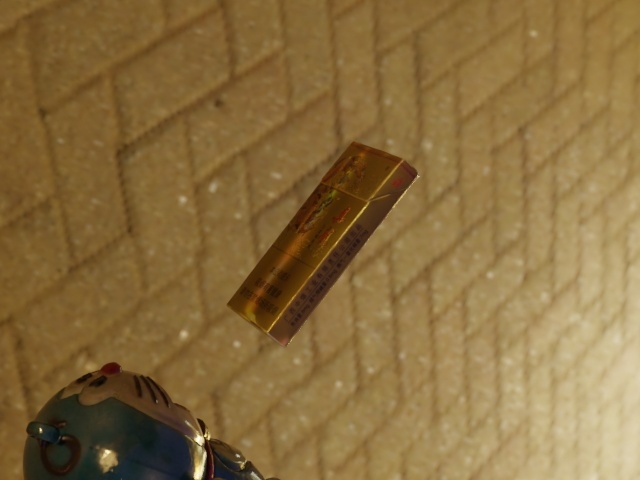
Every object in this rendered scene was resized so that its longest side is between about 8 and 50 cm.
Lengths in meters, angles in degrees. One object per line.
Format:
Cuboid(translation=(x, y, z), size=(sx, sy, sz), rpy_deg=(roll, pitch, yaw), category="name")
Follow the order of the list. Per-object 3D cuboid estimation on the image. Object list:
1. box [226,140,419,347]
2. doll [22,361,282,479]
Cuboid(translation=(0.000, 0.000, 1.102), size=(0.022, 0.089, 0.156), rpy_deg=(40, 86, -27), category="box")
Cuboid(translation=(-0.083, 0.113, 0.749), size=(0.152, 0.114, 0.085), rpy_deg=(31, 70, -40), category="doll")
